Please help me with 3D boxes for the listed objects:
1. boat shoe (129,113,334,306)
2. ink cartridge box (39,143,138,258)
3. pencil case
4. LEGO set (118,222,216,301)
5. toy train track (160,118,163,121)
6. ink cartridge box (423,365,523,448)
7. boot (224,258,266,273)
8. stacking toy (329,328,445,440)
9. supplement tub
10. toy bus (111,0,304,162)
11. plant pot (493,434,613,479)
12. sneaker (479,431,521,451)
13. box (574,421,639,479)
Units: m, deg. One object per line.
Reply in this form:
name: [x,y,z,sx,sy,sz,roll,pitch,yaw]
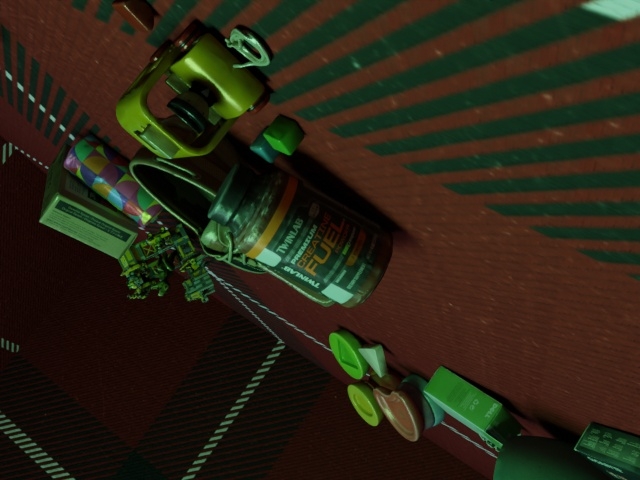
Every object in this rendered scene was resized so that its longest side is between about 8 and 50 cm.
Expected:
boat shoe: [-0.103,-0.019,0.894,0.324,0.116,0.123,38,139,3]
ink cartridge box: [-0.514,-0.091,1.596,0.193,0.088,0.234,29,-157,-31]
pencil case: [-0.437,-0.127,1.538,0.236,0.104,0.104,38,167,-9]
LEGO set: [-0.414,0.104,1.966,0.192,0.255,0.331,61,159,11]
toy train track: [-0.245,-0.173,1.053,0.048,0.014,0.083,50,157,-27]
ink cartridge box: [0.301,0.323,1.309,0.209,0.062,0.109,28,167,48]
boot: [-0.146,-0.022,1.188,0.236,0.085,0.178,40,165,-18]
stacking toy: [0.167,0.322,1.718,0.309,0.130,0.279,3,120,63]
supplement tub: [-0.024,-0.010,0.798,0.198,0.106,0.106,28,170,-14]
toy bus: [-0.131,-0.131,0.691,0.191,0.104,0.202,30,167,21]
plant pot: [0.421,0.454,1.128,0.195,0.290,0.290,-15,137,33]
sneaker: [0.339,0.363,1.440,0.170,0.068,0.071,39,-174,26]
box: [0.471,0.326,0.929,0.175,0.051,0.220,38,168,-13]
